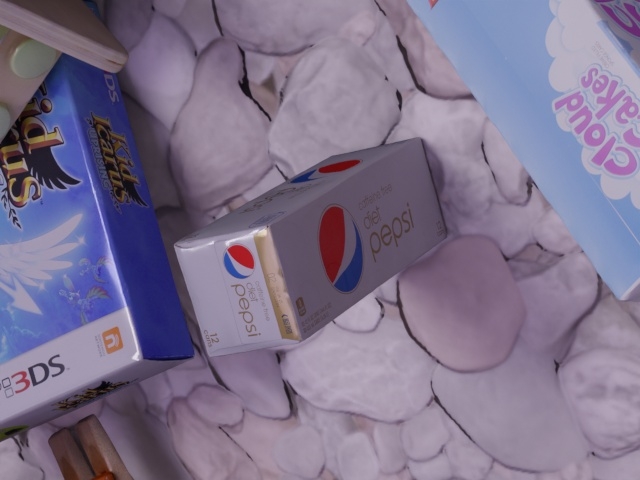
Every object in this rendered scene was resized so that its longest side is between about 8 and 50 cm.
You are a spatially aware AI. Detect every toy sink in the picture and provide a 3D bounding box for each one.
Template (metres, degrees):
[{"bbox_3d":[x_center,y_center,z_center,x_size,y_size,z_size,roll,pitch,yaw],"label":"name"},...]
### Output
[{"bbox_3d":[-0.260,-0.148,1.196,0.131,0.153,0.234,-54,51,13],"label":"toy sink"}]

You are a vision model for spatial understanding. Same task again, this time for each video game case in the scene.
[{"bbox_3d":[-0.229,-0.003,1.302,0.244,0.061,0.269,-25,75,31],"label":"video game case"}]

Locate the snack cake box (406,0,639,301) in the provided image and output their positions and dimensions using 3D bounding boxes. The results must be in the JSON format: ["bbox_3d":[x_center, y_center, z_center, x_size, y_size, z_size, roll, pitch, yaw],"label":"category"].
[{"bbox_3d":[0.162,-0.093,1.002,0.089,0.152,0.264,-50,57,30],"label":"snack cake box"}]

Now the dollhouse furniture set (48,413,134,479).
[{"bbox_3d":[-0.291,0.223,1.360,0.135,0.262,0.259,61,154,1],"label":"dollhouse furniture set"}]

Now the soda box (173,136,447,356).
[{"bbox_3d":[0.000,0.000,1.134,0.069,0.216,0.074,-11,101,30],"label":"soda box"}]
